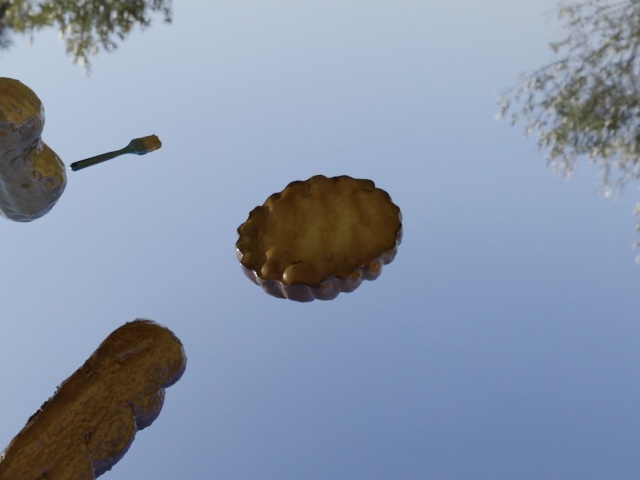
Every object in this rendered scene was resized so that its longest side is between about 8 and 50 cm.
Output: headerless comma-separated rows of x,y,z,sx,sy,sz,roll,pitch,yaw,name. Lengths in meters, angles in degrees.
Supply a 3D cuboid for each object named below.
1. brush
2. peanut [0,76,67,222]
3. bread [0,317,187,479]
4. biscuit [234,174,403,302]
-0.359,-0.151,1.453,0.164,0.014,0.051,-20,-142,-17,brush
-0.449,-0.128,1.224,0.136,0.298,0.120,8,-123,-2,peanut
-0.282,0.224,0.955,0.084,0.124,0.344,-10,-148,46,bread
0.000,0.000,1.584,0.325,0.107,0.326,-9,-139,8,biscuit
